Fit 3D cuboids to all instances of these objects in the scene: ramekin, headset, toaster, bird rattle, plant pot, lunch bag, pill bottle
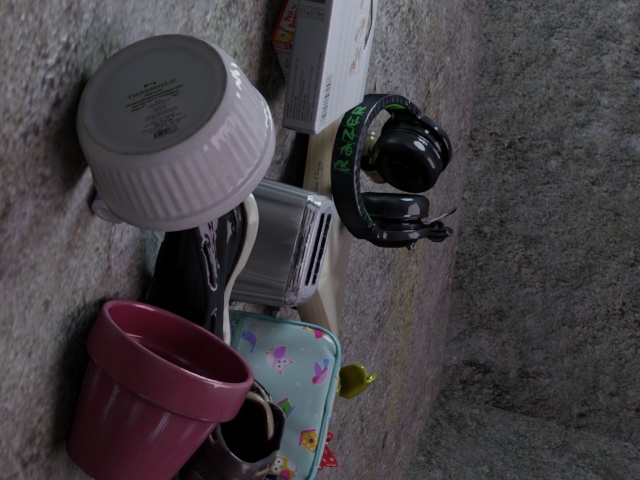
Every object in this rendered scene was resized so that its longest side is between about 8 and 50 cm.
[{"bbox_3d":[-0.160,-0.124,1.481,0.109,0.207,0.207,67,38,-54],"label":"ramekin"},{"bbox_3d":[0.115,-0.092,2.374,0.394,0.185,0.243,40,62,-50],"label":"headset"},{"bbox_3d":[-0.071,-0.004,2.042,0.129,0.147,0.226,5,98,-77],"label":"toaster"},{"bbox_3d":[-0.017,0.325,2.723,0.253,0.143,0.207,-60,151,-11],"label":"bird rattle"},{"bbox_3d":[-0.206,0.194,1.655,0.180,0.201,0.201,-62,168,10],"label":"plant pot"},{"bbox_3d":[-0.096,0.248,2.041,0.108,0.224,0.279,100,4,-67],"label":"lunch bag"},{"bbox_3d":[-0.226,-0.064,1.587,0.043,0.043,0.083,77,30,-62],"label":"pill bottle"}]

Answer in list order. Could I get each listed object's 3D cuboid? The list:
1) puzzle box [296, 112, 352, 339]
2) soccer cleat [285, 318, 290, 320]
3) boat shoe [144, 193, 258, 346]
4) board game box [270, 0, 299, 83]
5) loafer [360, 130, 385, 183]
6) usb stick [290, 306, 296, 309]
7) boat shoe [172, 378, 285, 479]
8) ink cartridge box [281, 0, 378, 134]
[{"bbox_3d":[0.014,-0.054,2.365,0.272,0.052,0.408,72,23,-64],"label":"puzzle box"},{"bbox_3d":[-0.086,0.213,2.375,0.121,0.093,0.289,-47,178,14],"label":"soccer cleat"},{"bbox_3d":[-0.177,0.081,1.787,0.113,0.127,0.340,-15,137,-45],"label":"boat shoe"},{"bbox_3d":[-0.014,-0.351,2.134,0.146,0.045,0.193,70,37,-67],"label":"board game box"},{"bbox_3d":[0.092,-0.139,2.488,0.148,0.056,0.050,60,34,-55],"label":"loafer"},{"bbox_3d":[0.000,0.000,2.529,0.077,0.045,0.278,85,24,-55],"label":"usb stick"},{"bbox_3d":[-0.098,0.255,1.811,0.130,0.132,0.355,-49,-171,17],"label":"boat shoe"},{"bbox_3d":[0.024,-0.318,2.095,0.239,0.060,0.275,-44,146,-65],"label":"ink cartridge box"}]
